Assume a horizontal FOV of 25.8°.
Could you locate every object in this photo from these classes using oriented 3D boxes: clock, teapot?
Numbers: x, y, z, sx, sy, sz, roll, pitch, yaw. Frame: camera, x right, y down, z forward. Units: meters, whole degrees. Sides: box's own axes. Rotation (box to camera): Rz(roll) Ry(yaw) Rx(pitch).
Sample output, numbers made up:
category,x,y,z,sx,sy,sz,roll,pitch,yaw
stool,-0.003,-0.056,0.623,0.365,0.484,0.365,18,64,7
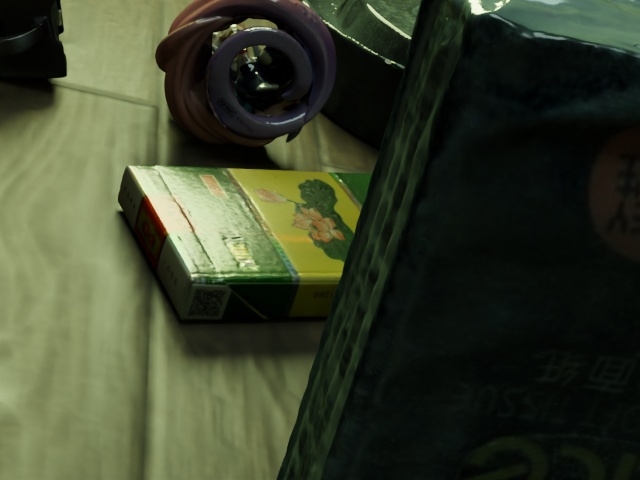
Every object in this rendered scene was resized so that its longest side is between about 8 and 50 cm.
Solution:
category,x,y,z,sx,sy,sz,roll,pitch,yaw
clock,0.149,-0.154,1.208,0.386,0.076,0.386,14,29,-8
teapot,-0.239,-0.175,1.019,0.096,0.087,0.177,-8,33,-8

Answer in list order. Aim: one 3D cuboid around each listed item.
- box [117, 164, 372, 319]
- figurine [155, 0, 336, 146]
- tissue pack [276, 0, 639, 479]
category,x,y,z,sx,sy,sz,roll,pitch,yaw
box,0.000,0.000,0.899,0.235,0.034,0.132,0,34,-29
figurine,-0.071,-0.125,1.020,0.126,0.114,0.157,38,-15,-31
tissue pack,0.114,0.056,0.579,0.227,0.316,0.103,10,28,-11
